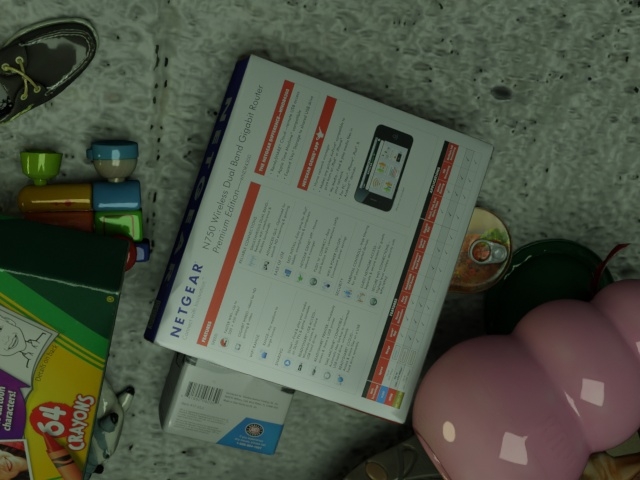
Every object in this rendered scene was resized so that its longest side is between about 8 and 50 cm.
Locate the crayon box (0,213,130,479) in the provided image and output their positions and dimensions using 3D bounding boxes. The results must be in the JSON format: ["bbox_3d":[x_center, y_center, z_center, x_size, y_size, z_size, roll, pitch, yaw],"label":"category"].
[{"bbox_3d":[-0.392,0.137,1.674,0.313,0.106,0.363,11,124,-7],"label":"crayon box"}]

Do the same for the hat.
[{"bbox_3d":[0.295,0.100,1.818,0.173,0.183,0.208,-29,112,-1],"label":"hat"}]

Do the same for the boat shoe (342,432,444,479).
[{"bbox_3d":[0.143,0.298,1.877,0.355,0.132,0.130,-40,149,-1],"label":"boat shoe"}]

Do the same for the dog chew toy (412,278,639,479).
[{"bbox_3d":[0.269,0.161,1.713,0.332,0.206,0.206,-32,112,-5],"label":"dog chew toy"}]

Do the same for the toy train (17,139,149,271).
[{"bbox_3d":[-0.315,-0.037,1.710,0.248,0.105,0.143,-2,96,-5],"label":"toy train"}]

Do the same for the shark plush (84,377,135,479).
[{"bbox_3d":[-0.272,0.226,1.846,0.067,0.073,0.161,19,127,4],"label":"shark plush"}]

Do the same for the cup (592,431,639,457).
[{"bbox_3d":[0.365,0.407,1.897,0.331,0.331,0.237,-39,131,5],"label":"cup"}]

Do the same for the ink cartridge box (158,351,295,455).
[{"bbox_3d":[-0.097,0.141,1.815,0.139,0.082,0.191,15,104,-15],"label":"ink cartridge box"}]

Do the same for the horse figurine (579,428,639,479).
[{"bbox_3d":[0.289,0.306,1.813,0.263,0.174,0.066,-50,126,-12],"label":"horse figurine"}]

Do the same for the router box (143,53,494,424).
[{"bbox_3d":[0.000,0.000,1.724,0.301,0.082,0.335,20,86,-14],"label":"router box"}]

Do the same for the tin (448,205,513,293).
[{"bbox_3d":[0.133,0.004,1.827,0.189,0.040,0.106,6,103,-13],"label":"tin"}]

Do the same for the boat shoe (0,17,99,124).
[{"bbox_3d":[-0.340,-0.166,1.666,0.228,0.069,0.081,-28,112,0],"label":"boat shoe"}]
